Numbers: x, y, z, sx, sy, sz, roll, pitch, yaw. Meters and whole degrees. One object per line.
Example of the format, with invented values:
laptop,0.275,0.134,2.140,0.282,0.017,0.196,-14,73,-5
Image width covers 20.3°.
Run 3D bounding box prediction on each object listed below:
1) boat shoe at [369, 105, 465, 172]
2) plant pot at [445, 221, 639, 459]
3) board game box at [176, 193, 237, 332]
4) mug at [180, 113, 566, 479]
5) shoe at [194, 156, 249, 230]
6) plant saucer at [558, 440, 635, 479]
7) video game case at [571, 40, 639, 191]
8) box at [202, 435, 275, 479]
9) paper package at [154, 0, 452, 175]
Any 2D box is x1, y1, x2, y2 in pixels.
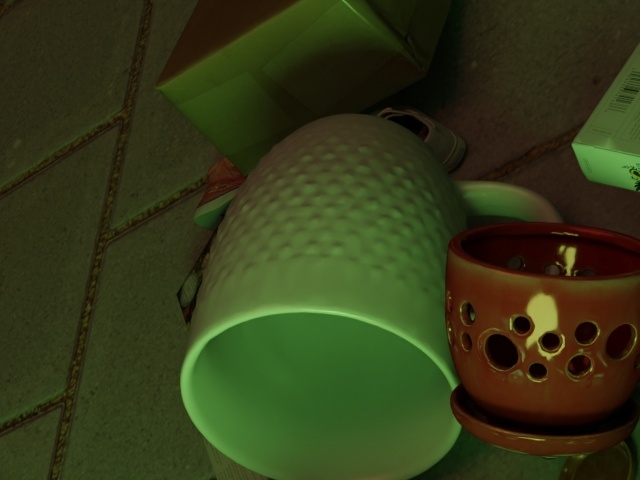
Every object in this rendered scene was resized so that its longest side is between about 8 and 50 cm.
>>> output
boat shoe,0.094,-0.124,2.055,0.066,0.063,0.184,-54,32,3
plant pot,0.203,0.086,1.584,0.191,0.191,0.174,32,125,58
board game box,-0.094,0.075,2.120,0.165,0.042,0.243,-58,30,21
mug,0.068,0.036,1.798,0.374,0.276,0.328,-5,44,16
shoe,-0.094,-0.071,2.259,0.178,0.063,0.081,-19,53,50
plant saucer,0.247,0.212,1.598,0.083,0.013,0.083,-34,38,32
video game case,0.391,-0.141,1.562,0.244,0.061,0.269,15,60,40
box,-0.049,0.293,1.876,0.067,0.063,0.324,-47,33,12
paper package,-0.003,-0.278,2.180,0.325,0.168,0.309,-27,29,38
